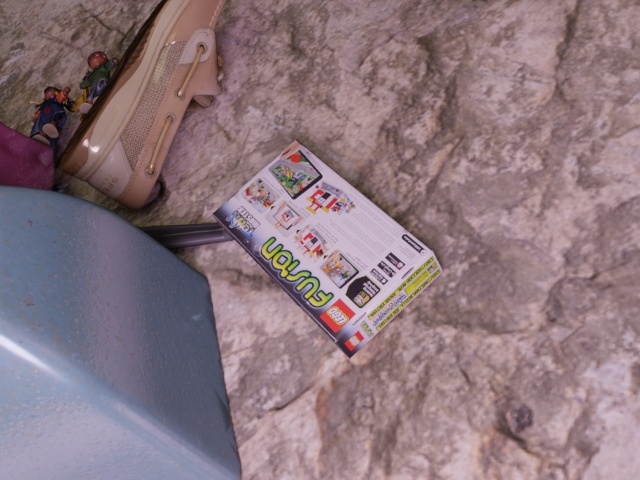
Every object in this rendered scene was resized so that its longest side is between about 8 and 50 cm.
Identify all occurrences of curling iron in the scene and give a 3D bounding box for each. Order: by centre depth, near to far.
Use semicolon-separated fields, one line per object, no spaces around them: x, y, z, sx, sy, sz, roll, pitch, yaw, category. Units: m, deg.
-0.206;0.015;0.891;0.274;0.035;0.068;-12;72;16;curling iron

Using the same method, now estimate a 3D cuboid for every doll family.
-0.320;-0.167;1.071;0.193;0.076;0.111;-24;52;16;doll family

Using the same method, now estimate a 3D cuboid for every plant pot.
-0.248;0.103;0.692;0.248;0.252;0.247;-27;47;10;plant pot

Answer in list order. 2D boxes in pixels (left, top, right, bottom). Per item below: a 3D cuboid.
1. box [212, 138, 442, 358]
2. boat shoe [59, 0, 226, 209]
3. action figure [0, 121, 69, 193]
0.000;0.000;0.766;0.114;0.036;0.207;-42;52;-6;box
-0.175;-0.195;0.987;0.121;0.110;0.341;-10;49;61;boat shoe
-0.467;-0.116;0.904;0.275;0.370;0.248;-30;37;19;action figure
